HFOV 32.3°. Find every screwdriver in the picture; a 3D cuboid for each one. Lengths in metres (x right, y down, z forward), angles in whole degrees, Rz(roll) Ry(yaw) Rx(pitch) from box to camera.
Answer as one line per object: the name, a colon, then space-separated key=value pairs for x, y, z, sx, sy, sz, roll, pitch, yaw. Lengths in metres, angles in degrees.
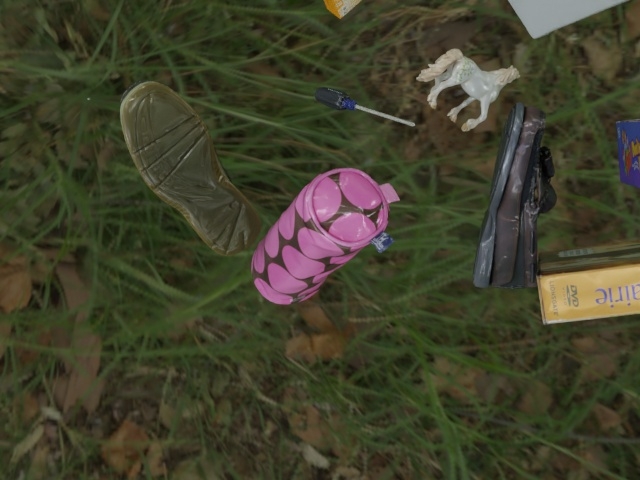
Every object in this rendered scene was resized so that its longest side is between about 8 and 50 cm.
screwdriver: x=0.050 y=-0.157 z=1.309 sx=0.025 sy=0.170 sz=0.024 roll=20 pitch=94 yaw=-41

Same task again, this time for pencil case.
pencil case: x=0.000 y=0.000 z=1.145 sx=0.098 sy=0.209 sz=0.095 roll=-29 pitch=85 yaw=-28

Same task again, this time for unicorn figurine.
unicorn figurine: x=0.209 y=-0.209 z=1.498 sx=0.111 sy=0.060 sz=0.162 roll=-50 pitch=144 yaw=12

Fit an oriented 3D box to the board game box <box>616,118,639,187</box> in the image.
board game box: x=0.523 y=-0.112 z=1.219 sx=0.347 sy=0.233 sz=0.078 roll=-5 pitch=96 yaw=6

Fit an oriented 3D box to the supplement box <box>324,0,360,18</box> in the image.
supplement box: x=0.049 y=-0.409 z=1.752 sx=0.098 sy=0.062 sz=0.036 roll=-43 pitch=59 yaw=-7

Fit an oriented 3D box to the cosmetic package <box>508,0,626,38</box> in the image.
cosmetic package: x=0.183 y=-0.283 z=0.750 sx=0.138 sy=0.225 sz=0.224 roll=-36 pitch=99 yaw=-10

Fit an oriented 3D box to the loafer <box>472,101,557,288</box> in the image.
loafer: x=0.266 y=-0.051 z=1.435 sx=0.095 sy=0.109 sz=0.302 roll=11 pitch=136 yaw=6

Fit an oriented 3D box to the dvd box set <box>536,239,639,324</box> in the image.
dvd box set: x=0.472 y=0.027 z=1.312 sx=0.421 sy=0.307 sz=0.062 roll=-8 pitch=93 yaw=13

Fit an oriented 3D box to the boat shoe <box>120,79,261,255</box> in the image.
boat shoe: x=-0.138 y=-0.074 z=1.098 sx=0.080 sy=0.073 sz=0.223 roll=-41 pitch=131 yaw=-7
